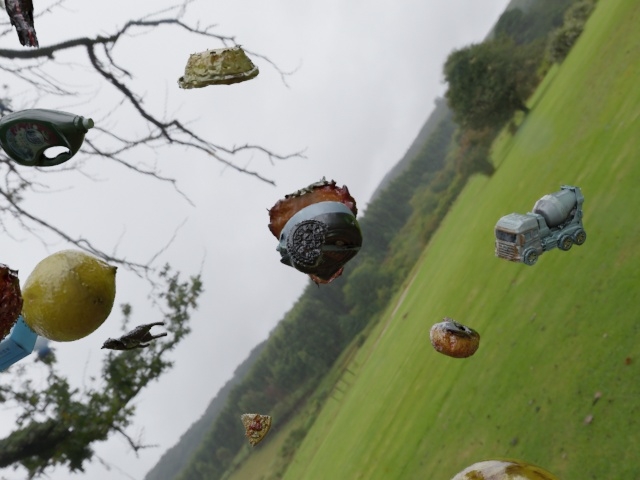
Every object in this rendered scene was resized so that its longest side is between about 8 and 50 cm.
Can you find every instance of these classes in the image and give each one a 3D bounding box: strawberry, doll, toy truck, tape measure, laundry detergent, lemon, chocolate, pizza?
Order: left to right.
[{"bbox_3d":[-0.649,0.135,1.118,0.184,0.186,0.202,61,-158,-67],"label":"strawberry"},{"bbox_3d":[-0.435,-0.371,0.857,0.028,0.086,0.183,-19,-63,-38],"label":"chocolate"},{"bbox_3d":[-0.579,-0.224,1.285,0.063,0.210,0.137,-85,-18,-50],"label":"laundry detergent"},{"bbox_3d":[-0.655,0.149,1.549,0.253,0.228,0.228,-48,-1,16],"label":"lemon"},{"bbox_3d":[-0.551,0.287,1.738,0.139,0.057,0.165,-29,-15,34],"label":"doll"},{"bbox_3d":[-0.165,0.457,1.469,0.083,0.078,0.025,-58,1,-19],"label":"pizza"},{"bbox_3d":[0.001,-0.039,1.741,0.253,0.280,0.150,-38,5,-4],"label":"strawberry"},{"bbox_3d":[0.003,-0.003,1.328,0.181,0.107,0.182,-41,-37,20],"label":"tape measure"},{"bbox_3d":[0.554,-0.042,1.492,0.256,0.140,0.108,-19,19,-21],"label":"toy truck"}]

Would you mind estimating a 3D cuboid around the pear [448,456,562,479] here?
[{"bbox_3d":[0.310,0.487,0.952,0.281,0.280,0.281,-56,-4,-6],"label":"pear"}]

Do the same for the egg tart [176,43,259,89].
[{"bbox_3d":[-0.246,-0.409,1.417,0.212,0.212,0.090,-51,-46,-56],"label":"egg tart"}]

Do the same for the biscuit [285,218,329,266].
[{"bbox_3d":[-0.018,0.003,1.039,0.089,0.087,0.027,-27,-19,-22],"label":"biscuit"}]

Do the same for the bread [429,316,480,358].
[{"bbox_3d":[0.398,0.290,1.764,0.095,0.139,0.269,-62,-19,7],"label":"bread"}]

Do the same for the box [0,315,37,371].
[{"bbox_3d":[-0.865,0.249,1.677,0.142,0.083,0.232,-30,35,11],"label":"box"}]
